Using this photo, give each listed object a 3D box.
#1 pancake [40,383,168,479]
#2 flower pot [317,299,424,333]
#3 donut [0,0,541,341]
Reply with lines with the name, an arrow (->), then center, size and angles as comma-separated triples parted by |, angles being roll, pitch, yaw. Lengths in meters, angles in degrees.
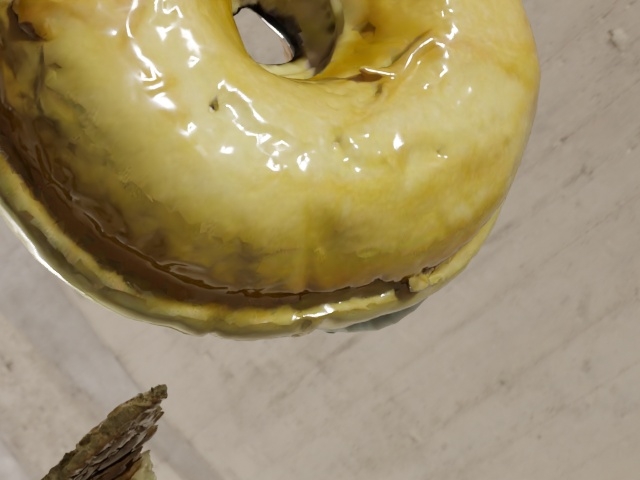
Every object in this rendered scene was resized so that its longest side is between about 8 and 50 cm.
pancake -> -0.201, 0.211, 1.023 | 0.057, 0.266, 0.244 | 49, -62, 16
flower pot -> 0.000, 0.000, 1.255 | 0.243, 0.189, 0.157 | 13, -75, 15
donut -> -0.048, -0.141, 0.853 | 0.449, 0.449, 0.198 | 59, -34, -4
